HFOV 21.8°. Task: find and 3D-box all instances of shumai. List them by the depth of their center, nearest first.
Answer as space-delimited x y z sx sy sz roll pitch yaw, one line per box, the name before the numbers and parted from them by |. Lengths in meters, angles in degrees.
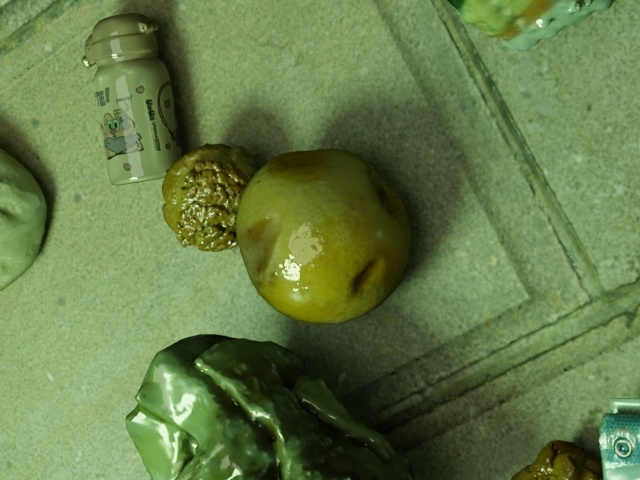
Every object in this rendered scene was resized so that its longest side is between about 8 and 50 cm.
shumai | -0.091 0.274 1.925 0.395 0.395 0.348 -27 87 28

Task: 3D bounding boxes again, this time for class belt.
belt | 0.360 0.324 1.852 0.072 0.087 0.302 0 97 40

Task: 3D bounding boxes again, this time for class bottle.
bottle | -0.237 -0.177 2.078 0.110 0.097 0.209 -9 92 28

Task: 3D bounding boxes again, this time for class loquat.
loquat | -0.004 -0.004 1.923 0.213 0.213 0.213 4 99 27

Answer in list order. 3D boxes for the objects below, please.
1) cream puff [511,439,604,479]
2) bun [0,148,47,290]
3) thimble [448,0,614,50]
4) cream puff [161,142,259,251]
cream puff | 0.274 0.283 1.886 0.116 0.094 0.122 11 140 29
bun | -0.480 -0.029 2.205 0.231 0.133 0.231 5 101 29
thimble | 0.197 -0.350 1.741 0.167 0.254 0.288 -26 91 28
cream puff | -0.126 -0.045 2.018 0.144 0.126 0.103 102 153 -49
